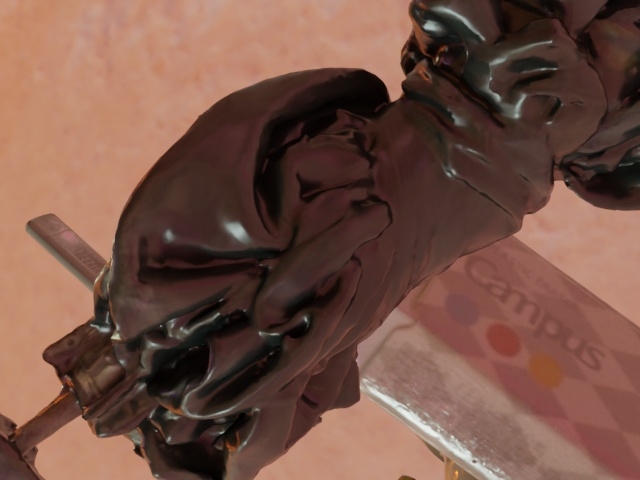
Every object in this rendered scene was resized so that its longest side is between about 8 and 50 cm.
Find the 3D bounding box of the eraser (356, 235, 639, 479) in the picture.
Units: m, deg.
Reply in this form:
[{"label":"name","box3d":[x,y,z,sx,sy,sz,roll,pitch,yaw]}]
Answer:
[{"label":"eraser","box3d":[0.198,0.129,1.310,0.213,0.397,0.082,-52,-2,-45]}]

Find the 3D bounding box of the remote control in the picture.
[{"label":"remote control","box3d":[-0.273,0.015,1.622,0.018,0.124,0.053,-56,-14,29]}]

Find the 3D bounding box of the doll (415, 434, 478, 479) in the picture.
[{"label":"doll","box3d":[0.212,0.201,1.634,0.370,0.226,0.215,-125,37,-57]}]

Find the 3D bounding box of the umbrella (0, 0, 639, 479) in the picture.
[{"label":"umbrella","box3d":[0.002,0.002,0.571,0.349,0.143,0.094,-34,10,-8]}]

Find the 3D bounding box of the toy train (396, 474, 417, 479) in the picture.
[{"label":"toy train","box3d":[0.148,0.461,1.866,0.397,0.160,0.253,8,109,50]}]
